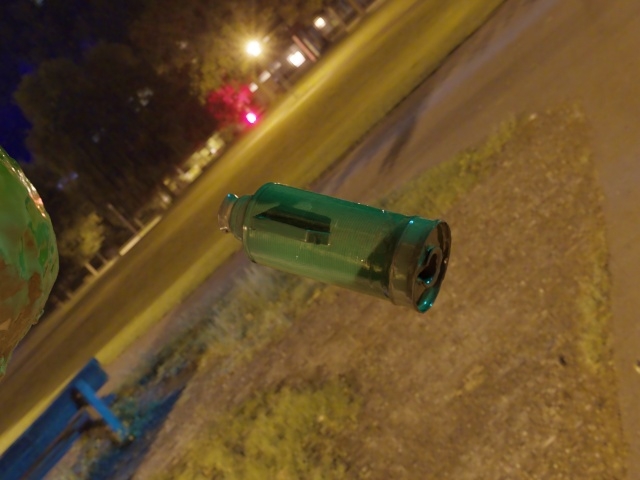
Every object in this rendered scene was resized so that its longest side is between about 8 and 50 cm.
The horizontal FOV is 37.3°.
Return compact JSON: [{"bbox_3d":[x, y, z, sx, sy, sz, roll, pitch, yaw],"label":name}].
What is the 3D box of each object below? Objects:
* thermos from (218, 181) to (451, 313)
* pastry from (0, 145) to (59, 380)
[{"bbox_3d":[0.002,0.002,0.749,0.188,0.073,0.083,14,37,26],"label":"thermos"},{"bbox_3d":[-0.266,-0.044,0.460,0.136,0.330,0.329,-57,12,-14],"label":"pastry"}]
